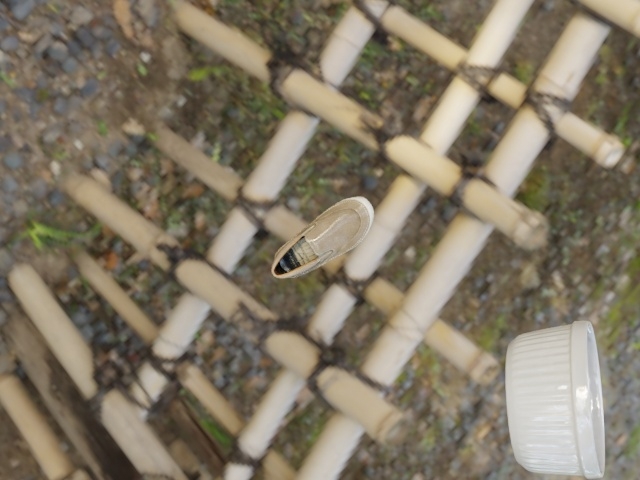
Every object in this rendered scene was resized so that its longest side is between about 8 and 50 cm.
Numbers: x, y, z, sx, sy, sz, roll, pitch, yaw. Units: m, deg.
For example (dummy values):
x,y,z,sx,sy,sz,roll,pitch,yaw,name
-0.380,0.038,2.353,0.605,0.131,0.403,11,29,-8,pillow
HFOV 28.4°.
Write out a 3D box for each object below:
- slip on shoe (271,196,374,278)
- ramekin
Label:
x,y,z,sx,sy,sz,roll,pitch,yaw,name
0.000,0.000,1.375,0.135,0.051,0.041,-30,-178,27,slip on shoe
0.311,0.213,1.668,0.109,0.207,0.207,-6,145,17,ramekin
